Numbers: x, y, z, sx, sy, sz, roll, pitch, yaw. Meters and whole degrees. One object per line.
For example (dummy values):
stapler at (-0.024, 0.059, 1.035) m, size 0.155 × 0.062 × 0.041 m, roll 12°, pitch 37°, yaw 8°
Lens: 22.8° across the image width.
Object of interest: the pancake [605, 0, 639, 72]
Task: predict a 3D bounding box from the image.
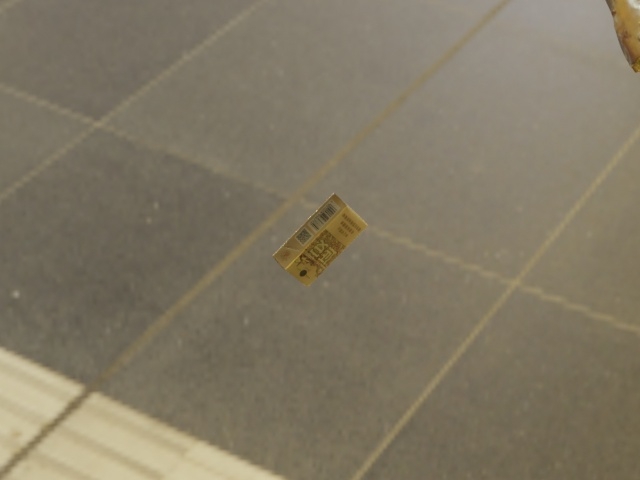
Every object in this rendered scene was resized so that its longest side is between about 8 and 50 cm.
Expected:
pancake at (0.162, -0.224, 1.006) m, size 0.057 × 0.266 × 0.244 m, roll -29°, pitch -7°, yaw 22°

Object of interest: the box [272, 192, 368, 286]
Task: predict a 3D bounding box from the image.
box at (0.000, 0.000, 1.469) m, size 0.083 × 0.053 × 0.024 m, roll -48°, pitch 58°, yaw 2°
